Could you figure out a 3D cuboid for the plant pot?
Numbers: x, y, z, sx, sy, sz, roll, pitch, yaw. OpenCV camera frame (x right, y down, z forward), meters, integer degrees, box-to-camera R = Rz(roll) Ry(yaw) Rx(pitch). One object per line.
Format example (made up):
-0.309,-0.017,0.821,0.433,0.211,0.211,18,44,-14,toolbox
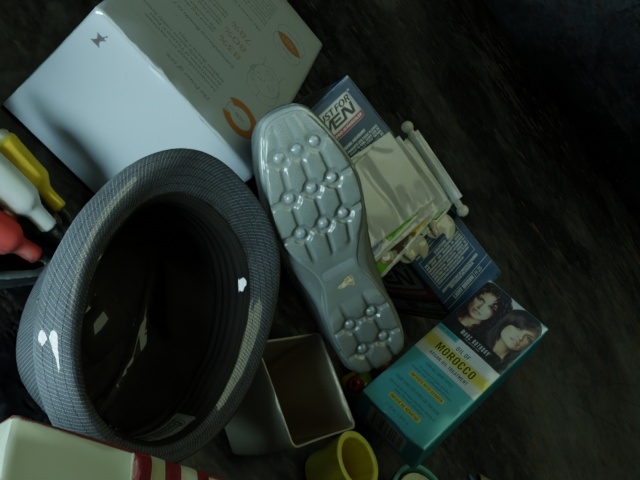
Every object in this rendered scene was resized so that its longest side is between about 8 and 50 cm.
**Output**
-0.047,0.169,0.824,0.109,0.096,0.109,0,64,-54,plant pot

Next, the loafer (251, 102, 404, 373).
0.000,0.000,0.837,0.111,0.112,0.320,46,-22,59,loafer

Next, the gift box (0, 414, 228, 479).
-0.152,0.268,0.432,0.255,0.276,0.258,27,45,-34,gift box

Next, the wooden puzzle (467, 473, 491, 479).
0.258,0.385,1.152,0.116,0.014,0.079,30,42,-39,wooden puzzle

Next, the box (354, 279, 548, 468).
0.163,0.158,0.962,0.244,0.060,0.100,-36,66,-29,box

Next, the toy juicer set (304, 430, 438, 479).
0.121,0.361,0.905,0.329,0.089,0.209,33,39,-36,toy juicer set

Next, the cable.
-0.229,0.013,0.724,0.287,0.072,0.140,37,43,-32,cable

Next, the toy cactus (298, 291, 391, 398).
0.055,0.116,1.038,0.180,0.112,0.219,48,25,-54,toy cactus

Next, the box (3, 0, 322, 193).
-0.157,-0.197,0.912,0.215,0.168,0.345,47,32,-19,box

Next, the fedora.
-0.161,0.061,0.688,0.244,0.124,0.276,45,53,-43,fedora

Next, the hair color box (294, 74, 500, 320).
0.077,-0.049,1.098,0.105,0.174,0.347,-45,105,-17,hair color box

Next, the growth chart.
0.074,-0.041,0.986,0.237,0.021,0.172,-32,100,-23,growth chart
